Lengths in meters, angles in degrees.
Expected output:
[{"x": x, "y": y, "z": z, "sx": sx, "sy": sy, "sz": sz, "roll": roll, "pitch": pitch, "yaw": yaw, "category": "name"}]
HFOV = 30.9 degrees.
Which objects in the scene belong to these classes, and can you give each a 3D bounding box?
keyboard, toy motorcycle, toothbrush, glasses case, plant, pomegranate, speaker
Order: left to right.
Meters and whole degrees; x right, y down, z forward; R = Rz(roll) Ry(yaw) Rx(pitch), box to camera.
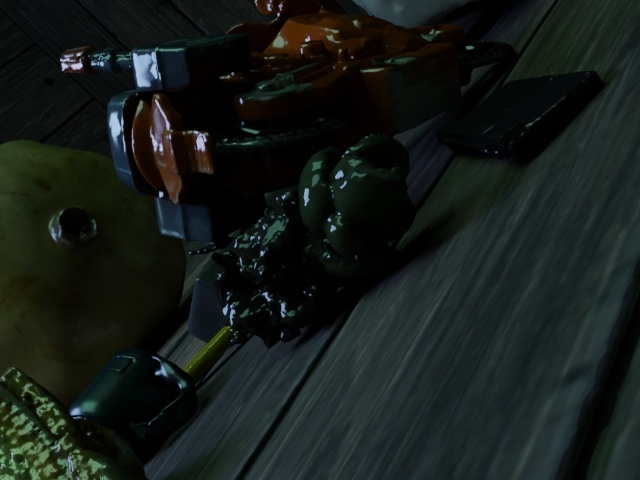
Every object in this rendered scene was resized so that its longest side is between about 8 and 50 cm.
[{"x": -0.329, "y": 0.041, "z": 1.377, "sx": 0.332, "sy": 0.332, "sz": 0.332, "roll": -45, "pitch": 7, "yaw": 7, "category": "pomegranate"}, {"x": -0.122, "y": 0.107, "z": 0.769, "sx": 0.094, "sy": 0.060, "sz": 0.075, "roll": -38, "pitch": 12, "yaw": 49, "category": "speaker"}, {"x": -0.069, "y": 0.074, "z": 0.820, "sx": 0.288, "sy": 0.024, "sz": 0.021, "roll": -46, "pitch": 4, "yaw": 13, "category": "toothbrush"}, {"x": -0.039, "y": 0.000, "z": 0.900, "sx": 0.190, "sy": 0.042, "sz": 0.072, "roll": -52, "pitch": -22, "yaw": -42, "category": "glasses case"}, {"x": -0.021, "y": -0.102, "z": 0.798, "sx": 0.221, "sy": 0.147, "sz": 0.326, "roll": 3, "pitch": 19, "yaw": 35, "category": "toy motorcycle"}, {"x": 0.000, "y": 0.000, "z": 0.618, "sx": 0.174, "sy": 0.087, "sz": 0.085, "roll": -46, "pitch": 35, "yaw": 49, "category": "plant"}, {"x": 0.102, "y": -0.068, "z": 0.627, "sx": 0.060, "sy": 0.018, "sz": 0.195, "roll": -38, "pitch": 7, "yaw": 2, "category": "keyboard"}]

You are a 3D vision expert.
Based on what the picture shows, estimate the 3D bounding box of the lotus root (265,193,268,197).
[{"x": -0.007, "y": -0.117, "z": 1.333, "sx": 0.170, "sy": 0.074, "sz": 0.261, "roll": -48, "pitch": 6, "yaw": -19, "category": "lotus root"}]

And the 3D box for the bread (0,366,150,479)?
[{"x": -0.156, "y": 0.152, "z": 0.582, "sx": 0.147, "sy": 0.127, "sz": 0.152, "roll": -47, "pitch": 24, "yaw": -11, "category": "bread"}]

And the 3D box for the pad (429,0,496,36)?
[{"x": 0.133, "y": -0.257, "z": 1.265, "sx": 0.202, "sy": 0.005, "sz": 0.300, "roll": -14, "pitch": 25, "yaw": 41, "category": "pad"}]

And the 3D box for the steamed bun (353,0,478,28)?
[{"x": 0.142, "y": -0.377, "z": 1.120, "sx": 0.352, "sy": 0.247, "sz": 0.339, "roll": -34, "pitch": 11, "yaw": 6, "category": "steamed bun"}]
